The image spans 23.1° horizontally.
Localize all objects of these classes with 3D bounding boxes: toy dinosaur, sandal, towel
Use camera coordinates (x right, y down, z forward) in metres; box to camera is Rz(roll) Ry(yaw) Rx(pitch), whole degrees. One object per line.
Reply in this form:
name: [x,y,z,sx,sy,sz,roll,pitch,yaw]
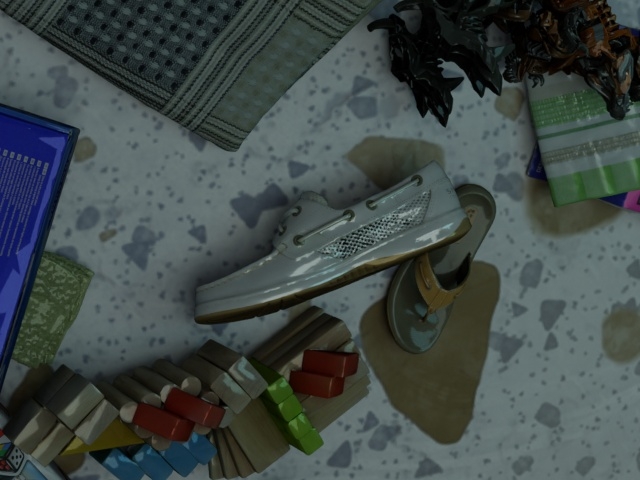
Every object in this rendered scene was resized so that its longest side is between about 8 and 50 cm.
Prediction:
toy dinosaur: [0.168,-0.228,1.466,0.322,0.164,0.218,39,72,15]
sandal: [0.122,0.029,1.544,0.072,0.049,0.180,27,94,-21]
towel: [-0.101,-0.246,1.330,0.312,0.056,0.324,33,122,-22]
towel: [0.267,-0.117,1.536,0.113,0.023,0.152,-11,95,12]
towel: [-0.292,0.047,1.434,0.148,0.027,0.110,26,95,-22]

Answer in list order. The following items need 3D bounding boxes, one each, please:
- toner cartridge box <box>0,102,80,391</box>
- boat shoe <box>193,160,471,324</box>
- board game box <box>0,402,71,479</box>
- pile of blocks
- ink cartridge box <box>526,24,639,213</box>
toner cartridge box: [-0.339,0.044,1.361,0.165,0.075,0.348,18,94,-5]
boat shoe: [0.000,0.000,1.485,0.277,0.098,0.096,-21,85,-9]
board game box: [-0.288,0.319,1.487,0.193,0.053,0.305,-40,111,-5]
pile of blocks: [-0.101,0.169,1.449,0.362,0.112,0.149,-12,103,-23]
ink cartridge box: [0.406,-0.096,1.597,0.371,0.069,0.176,15,98,-17]
